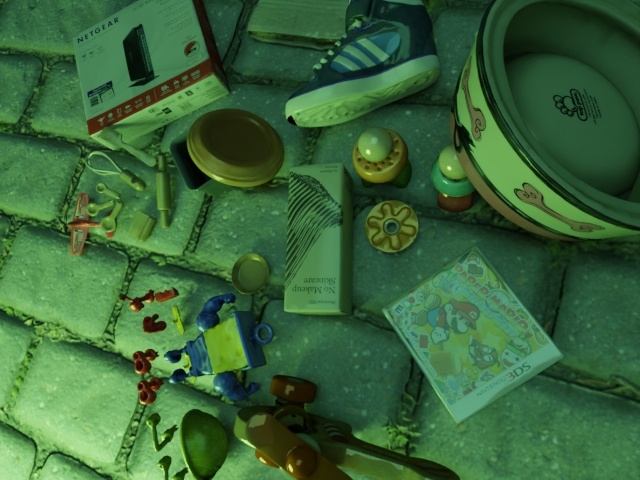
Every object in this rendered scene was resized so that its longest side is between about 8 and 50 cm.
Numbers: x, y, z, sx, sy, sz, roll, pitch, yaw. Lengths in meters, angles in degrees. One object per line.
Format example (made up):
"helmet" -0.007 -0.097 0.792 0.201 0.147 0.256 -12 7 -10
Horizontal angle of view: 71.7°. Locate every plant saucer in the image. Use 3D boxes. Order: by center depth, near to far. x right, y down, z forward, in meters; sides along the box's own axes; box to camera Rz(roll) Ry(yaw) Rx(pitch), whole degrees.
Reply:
"plant saucer" -0.141 0.068 0.902 0.083 0.015 0.084 -4 76 15
"plant saucer" -0.167 -0.199 0.902 0.199 0.037 0.200 10 57 -16

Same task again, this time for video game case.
"video game case" 0.253 0.157 0.762 0.206 0.026 0.227 -35 70 5

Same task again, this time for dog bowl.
"dog bowl" 0.380 -0.180 0.664 0.407 0.150 0.409 5 70 -13

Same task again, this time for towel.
"towel" -0.015 -0.525 0.991 0.282 0.049 0.187 16 80 19

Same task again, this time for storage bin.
"storage bin" -0.241 -0.164 0.946 0.098 0.091 0.135 -33 71 6

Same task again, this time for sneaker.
"sneaker" 0.059 -0.381 0.876 0.322 0.130 0.237 -18 83 6

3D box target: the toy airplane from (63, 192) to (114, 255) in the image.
"toy airplane" -0.537 -0.040 1.035 0.151 0.028 0.151 -3 79 15

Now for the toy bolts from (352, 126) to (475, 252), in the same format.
"toy bolts" 0.166 -0.096 0.776 0.228 0.158 0.219 -1 77 16

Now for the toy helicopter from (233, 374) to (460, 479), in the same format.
"toy helicopter" 0.030 0.321 0.676 0.354 0.235 0.140 11 80 18

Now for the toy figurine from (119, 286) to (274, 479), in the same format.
"toy figurine" -0.181 0.224 0.793 0.217 0.191 0.363 -21 73 5

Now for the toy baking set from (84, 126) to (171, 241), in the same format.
"toy baking set" -0.428 -0.126 0.984 0.196 0.030 0.257 2 91 1

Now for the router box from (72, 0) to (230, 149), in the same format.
"router box" -0.414 -0.422 1.062 0.335 0.082 0.302 -23 72 10

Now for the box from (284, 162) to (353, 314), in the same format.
"box" 0.000 0.000 0.836 0.113 0.094 0.276 -4 76 15
